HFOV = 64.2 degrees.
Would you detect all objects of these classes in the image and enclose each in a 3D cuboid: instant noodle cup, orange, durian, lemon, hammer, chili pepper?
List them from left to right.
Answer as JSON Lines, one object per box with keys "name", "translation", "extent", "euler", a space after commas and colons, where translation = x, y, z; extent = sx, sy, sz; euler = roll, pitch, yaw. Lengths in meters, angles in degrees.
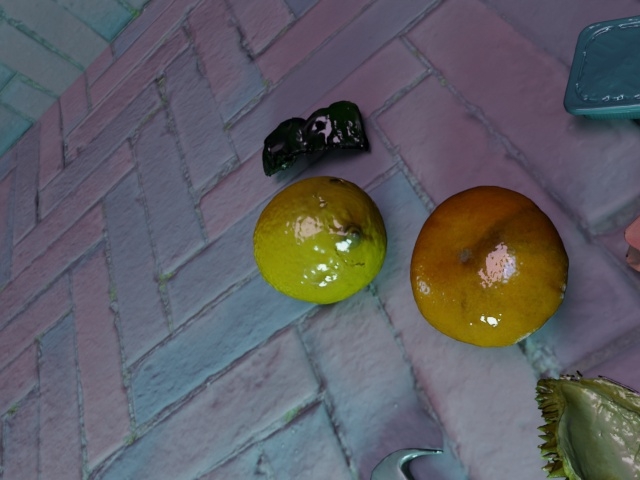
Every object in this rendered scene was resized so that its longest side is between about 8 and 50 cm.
{"name": "chili pepper", "translation": [-0.033, -0.230, 1.135], "extent": [0.264, 0.116, 0.148], "euler": [-19, 55, 27]}
{"name": "lemon", "translation": [-0.008, 0.002, 0.929], "extent": [0.253, 0.228, 0.229], "euler": [-14, 60, 31]}
{"name": "hammer", "translation": [0.155, 0.408, 0.722], "extent": [0.159, 0.041, 0.226], "euler": [-47, 48, 10]}
{"name": "orange", "translation": [0.246, 0.039, 0.756], "extent": [0.240, 0.171, 0.240], "euler": [-26, 54, 41]}
{"name": "instant noodle cup", "translation": [0.483, -0.265, 0.805], "extent": [0.157, 0.070, 0.179], "euler": [7, 72, 40]}
{"name": "durian", "translation": [0.378, 0.293, 0.547], "extent": [0.198, 0.163, 0.394], "euler": [-44, 43, 7]}

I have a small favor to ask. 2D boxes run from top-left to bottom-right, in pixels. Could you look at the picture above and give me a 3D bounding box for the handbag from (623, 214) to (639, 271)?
{"name": "handbag", "translation": [0.515, 0.009, 0.632], "extent": [0.157, 0.059, 0.212], "euler": [-43, 41, -5]}
